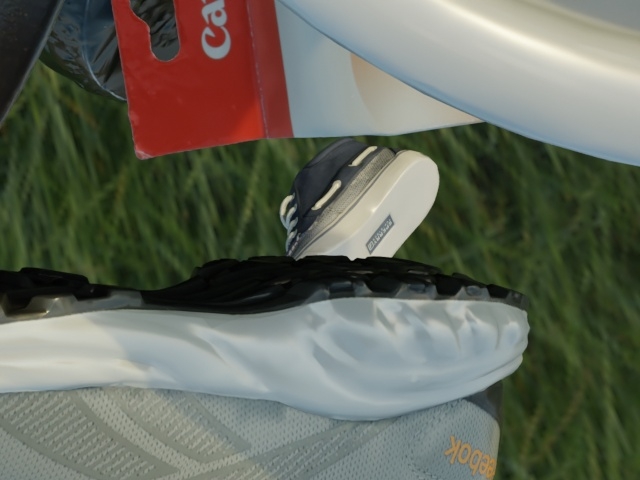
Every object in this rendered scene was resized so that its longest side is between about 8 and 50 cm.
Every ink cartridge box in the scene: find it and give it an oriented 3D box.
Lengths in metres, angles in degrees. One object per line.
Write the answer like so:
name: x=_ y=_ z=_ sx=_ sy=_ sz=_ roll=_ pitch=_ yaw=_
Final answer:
ink cartridge box: x=-0.003 y=-0.116 z=0.845 sx=0.179 sy=0.045 sz=0.145 roll=-9 pitch=102 yaw=-7

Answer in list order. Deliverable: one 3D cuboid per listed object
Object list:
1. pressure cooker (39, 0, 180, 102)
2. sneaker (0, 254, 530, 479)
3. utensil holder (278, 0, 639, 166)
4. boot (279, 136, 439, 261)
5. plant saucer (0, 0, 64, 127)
pressure cooker: x=-0.149 y=-0.338 z=1.159 sx=0.375 sy=0.420 sz=0.370 roll=-36 pitch=160 yaw=-26
sneaker: x=-0.062 y=0.059 z=0.516 sx=0.271 sy=0.100 sz=0.108 roll=1 pitch=95 yaw=-27
utensil holder: x=0.115 y=-0.258 z=0.434 sx=0.327 sy=0.385 sz=0.328 roll=4 pitch=132 yaw=5
boot: x=0.000 y=0.000 z=1.372 sx=0.190 sy=0.086 sz=0.069 roll=-46 pitch=135 yaw=-32
plant saucer: x=-0.169 y=-0.027 z=0.459 sx=0.310 sy=0.050 sz=0.310 roll=-48 pitch=168 yaw=-14
